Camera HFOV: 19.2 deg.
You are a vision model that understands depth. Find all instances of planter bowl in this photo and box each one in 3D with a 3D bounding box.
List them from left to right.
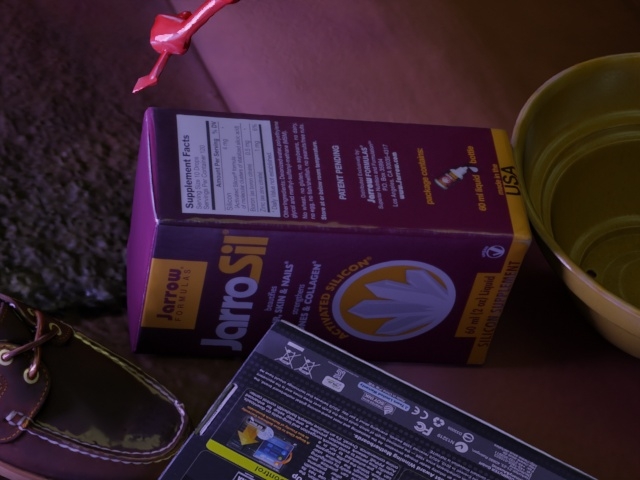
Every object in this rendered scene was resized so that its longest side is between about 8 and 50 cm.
[{"bbox_3d":[0.197,0.003,1.017,0.217,0.090,0.217,7,46,-7],"label":"planter bowl"}]

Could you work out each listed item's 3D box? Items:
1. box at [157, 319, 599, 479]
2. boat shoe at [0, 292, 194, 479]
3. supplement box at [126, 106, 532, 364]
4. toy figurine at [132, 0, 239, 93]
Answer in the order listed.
[{"bbox_3d":[0.043,0.176,0.837,0.270,0.060,0.216,26,47,11],"label":"box"},{"bbox_3d":[-0.156,0.059,0.889,0.207,0.073,0.073,19,45,2],"label":"boat shoe"},{"bbox_3d":[0.000,0.000,0.961,0.188,0.104,0.081,2,47,-12],"label":"supplement box"},{"bbox_3d":[-0.045,-0.227,1.181,0.217,0.191,0.362,17,28,-43],"label":"toy figurine"}]
